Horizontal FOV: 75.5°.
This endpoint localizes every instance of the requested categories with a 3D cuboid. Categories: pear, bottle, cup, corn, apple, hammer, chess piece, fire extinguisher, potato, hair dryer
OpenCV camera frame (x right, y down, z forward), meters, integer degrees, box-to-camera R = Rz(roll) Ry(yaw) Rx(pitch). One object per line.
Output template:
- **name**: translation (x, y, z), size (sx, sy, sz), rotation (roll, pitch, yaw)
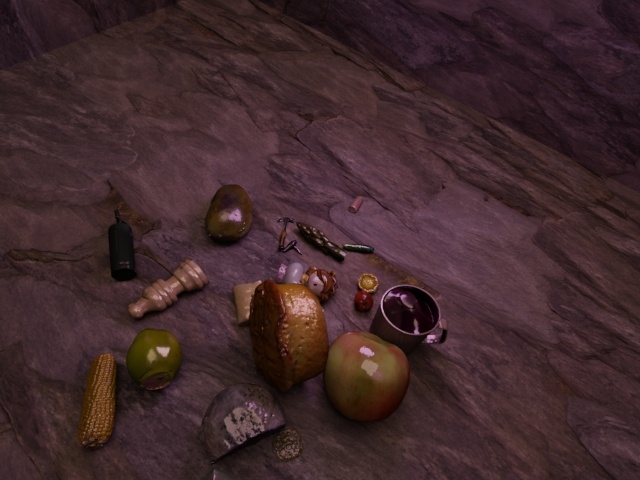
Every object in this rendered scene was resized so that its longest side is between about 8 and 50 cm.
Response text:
- **pear**: translation (-0.590, 0.406, 1.470), size (0.188, 0.187, 0.219), rotation (-7, 43, -15)
- **bottle**: translation (0.184, -0.187, 2.114), size (0.045, 0.045, 0.096), rotation (27, 53, 10)
- **cup**: translation (0.347, 0.319, 1.628), size (0.289, 0.273, 0.208), rotation (-9, 56, -17)
- **corn**: translation (-0.743, 0.534, 1.395), size (0.106, 0.106, 0.304), rotation (-3, 51, -12)
- **apple**: translation (0.157, 0.481, 1.465), size (0.320, 0.319, 0.276), rotation (18, 88, 4)
- **hammer**: translation (-0.176, -0.035, 1.949), size (0.079, 0.021, 0.200), rotation (9, 49, -2)
- **chess piece**: translation (-0.617, 0.208, 1.655), size (0.307, 0.124, 0.138), rotation (-37, 100, -26)
- **fire extinguisher**: translation (-0.845, 0.014, 1.751), size (0.096, 0.114, 0.311), rotation (-14, 56, -14)
- **potato**: translation (-0.411, -0.129, 1.892), size (0.211, 0.173, 0.307), rotation (4, 56, -4)
- **hair dryer**: translation (-0.121, 0.045, 1.907), size (0.083, 0.031, 0.079), rotation (42, 69, 11)

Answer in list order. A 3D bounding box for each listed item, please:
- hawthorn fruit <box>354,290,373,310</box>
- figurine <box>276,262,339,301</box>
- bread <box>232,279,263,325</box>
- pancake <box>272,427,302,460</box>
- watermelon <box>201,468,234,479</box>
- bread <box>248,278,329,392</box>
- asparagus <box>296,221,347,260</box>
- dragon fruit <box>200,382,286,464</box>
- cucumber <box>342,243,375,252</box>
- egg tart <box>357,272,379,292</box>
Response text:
- **hawthorn fruit**: translation (0.183, 0.256, 1.770), size (0.093, 0.093, 0.092), rotation (5, 54, -6)
- **figurine**: translation (-0.048, 0.173, 1.754), size (0.264, 0.142, 0.189), rotation (13, 30, -1)
- **bread**: translation (-0.283, 0.257, 1.699), size (0.140, 0.060, 0.178), rotation (-9, 56, -16)
- **pancake**: translation (-0.115, 0.704, 1.426), size (0.108, 0.017, 0.107), rotation (3, 52, -4)
- **watermelon**: translation (-0.306, 0.843, 1.180), size (0.148, 0.226, 0.318), rotation (29, 65, -22)
- **bread**: translation (-0.125, 0.329, 1.469), size (0.216, 0.398, 0.397), rotation (-5, 55, -25)
- **asparagus**: translation (0.000, 0.000, 1.929), size (0.287, 0.080, 0.080), rotation (36, 56, 6)
- **dragon fruit**: translation (-0.267, 0.577, 1.373), size (0.283, 0.221, 0.203), rotation (-20, 66, -20)
- **cucumber**: translation (0.184, 0.035, 1.956), size (0.168, 0.039, 0.039), rotation (7, 53, -2)
- **egg tart**: translation (0.210, 0.193, 1.843), size (0.105, 0.039, 0.105), rotation (5, 53, -7)
